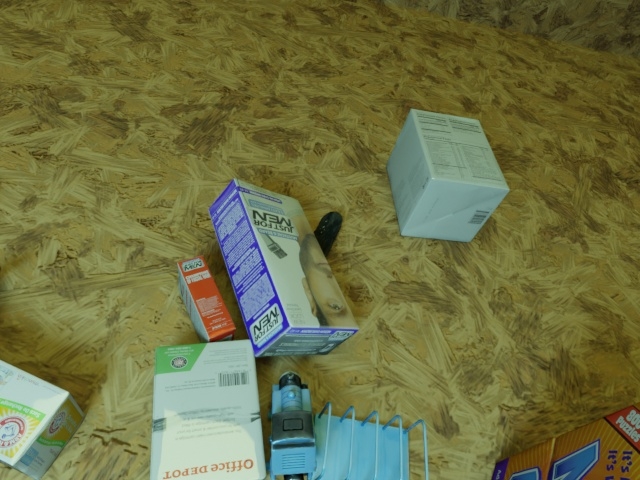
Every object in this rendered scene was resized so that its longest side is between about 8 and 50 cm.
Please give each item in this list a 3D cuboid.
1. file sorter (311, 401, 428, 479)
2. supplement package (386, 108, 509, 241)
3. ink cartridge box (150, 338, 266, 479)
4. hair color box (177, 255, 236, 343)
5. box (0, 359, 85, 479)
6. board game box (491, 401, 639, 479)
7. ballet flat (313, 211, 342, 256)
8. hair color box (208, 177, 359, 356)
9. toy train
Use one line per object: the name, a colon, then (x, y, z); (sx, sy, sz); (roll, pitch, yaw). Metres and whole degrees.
file sorter: (0.076, 0.340, 0.692); (0.170, 0.104, 0.118); (12, 49, -5)
supplement package: (0.308, -0.165, 1.097); (0.198, 0.199, 0.263); (6, 51, -11)
ink cartridge box: (-0.179, 0.280, 0.678); (0.160, 0.093, 0.220); (0, 52, -16)
hair color box: (-0.214, 0.123, 0.795); (0.053, 0.093, 0.167); (-18, 59, -28)
box: (-0.470, 0.242, 0.617); (0.203, 0.114, 0.103); (24, 50, 3)
board game box: (0.404, 0.487, 0.497); (0.356, 0.356, 0.356); (32, 51, 12)
ballet flat: (0.000, 0.000, 0.994); (0.057, 0.049, 0.173); (45, 55, -14)
hair color box: (-0.078, 0.050, 0.835); (0.185, 0.110, 0.339); (14, 42, -47)
toy train: (-0.044, 0.288, 0.671); (0.080, 0.105, 0.184); (1, 25, -6)
